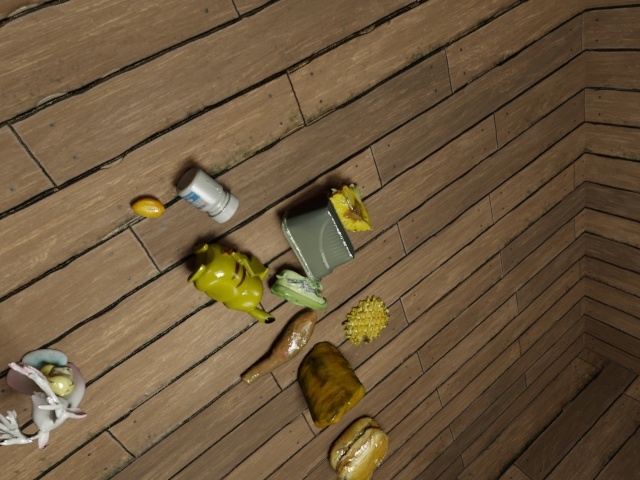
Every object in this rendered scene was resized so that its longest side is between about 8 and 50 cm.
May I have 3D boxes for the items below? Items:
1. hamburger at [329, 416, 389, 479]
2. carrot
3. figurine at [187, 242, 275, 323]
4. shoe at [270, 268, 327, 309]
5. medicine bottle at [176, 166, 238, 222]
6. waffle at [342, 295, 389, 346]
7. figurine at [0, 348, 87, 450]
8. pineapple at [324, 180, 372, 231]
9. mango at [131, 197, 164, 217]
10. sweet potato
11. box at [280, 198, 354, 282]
[{"bbox_3d":[0.194,1.032,2.161,0.304,0.174,0.284,-40,128,-14],"label":"hamburger"},{"bbox_3d":[0.049,0.614,1.818,0.242,0.340,0.241,-14,130,-17],"label":"carrot"},{"bbox_3d":[-0.285,0.127,1.474,0.169,0.218,0.326,-18,138,20],"label":"figurine"},{"bbox_3d":[-0.066,0.191,1.657,0.262,0.140,0.128,24,90,-41],"label":"shoe"},{"bbox_3d":[-0.344,-0.137,1.355,0.168,0.105,0.105,39,85,-38],"label":"medicine bottle"},{"bbox_3d":[0.209,0.363,1.974,0.231,0.051,0.228,-42,124,-13],"label":"waffle"},{"bbox_3d":[-0.765,0.410,1.167,0.206,0.316,0.284,-47,126,-15],"label":"figurine"},{"bbox_3d":[0.081,-0.141,1.660,0.250,0.140,0.164,35,44,-50],"label":"pineapple"},{"bbox_3d":[-0.505,-0.095,1.301,0.089,0.046,0.060,0,110,-30],"label":"mango"},{"bbox_3d":[-0.142,0.426,1.730,0.385,0.109,0.109,-47,128,-8],"label":"sweet potato"},{"bbox_3d":[0.000,0.000,1.559,0.178,0.138,0.274,-22,114,16],"label":"box"}]
